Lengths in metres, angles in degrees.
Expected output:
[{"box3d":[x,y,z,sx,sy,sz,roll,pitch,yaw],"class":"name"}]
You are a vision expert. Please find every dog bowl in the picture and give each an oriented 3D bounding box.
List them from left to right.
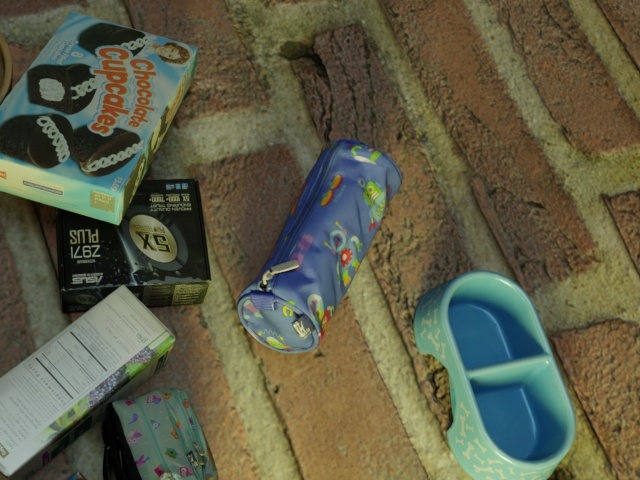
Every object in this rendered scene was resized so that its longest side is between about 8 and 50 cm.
[{"box3d":[0.231,0.173,1.183,0.166,0.074,0.297,-8,67,-19],"class":"dog bowl"}]

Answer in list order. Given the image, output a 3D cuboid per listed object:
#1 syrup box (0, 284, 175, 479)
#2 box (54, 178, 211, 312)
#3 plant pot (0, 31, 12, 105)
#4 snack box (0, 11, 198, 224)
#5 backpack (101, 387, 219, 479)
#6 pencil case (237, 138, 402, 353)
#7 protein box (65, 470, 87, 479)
[{"box3d":[-0.287,0.167,1.031,0.096,0.093,0.237,44,61,8],"class":"syrup box"},{"box3d":[-0.237,0.005,1.135,0.180,0.077,0.147,-2,65,-17],"class":"box"},{"box3d":[-0.510,-0.191,1.142,0.237,0.110,0.237,6,62,-11],"class":"plant pot"},{"box3d":[-0.292,-0.168,1.165,0.187,0.060,0.322,16,45,-1],"class":"snack box"},{"box3d":[-0.175,0.255,1.001,0.115,0.152,0.182,-10,55,-26],"class":"backpack"},{"box3d":[0.000,0.000,1.175,0.119,0.133,0.306,10,55,28],"class":"pencil case"},{"box3d":[-0.270,0.358,0.875,0.136,0.201,0.200,45,61,9],"class":"protein box"}]
